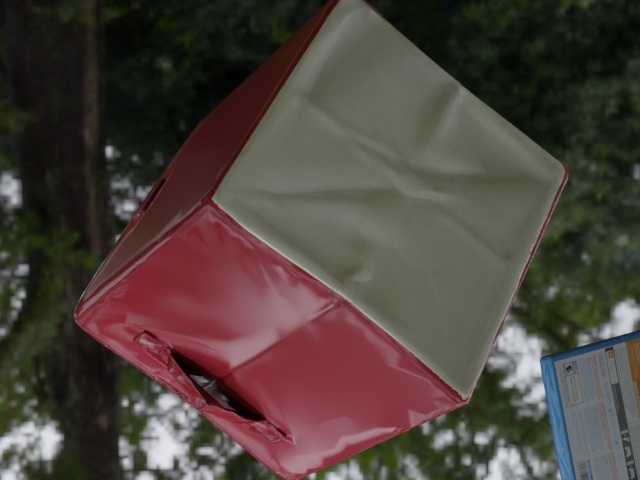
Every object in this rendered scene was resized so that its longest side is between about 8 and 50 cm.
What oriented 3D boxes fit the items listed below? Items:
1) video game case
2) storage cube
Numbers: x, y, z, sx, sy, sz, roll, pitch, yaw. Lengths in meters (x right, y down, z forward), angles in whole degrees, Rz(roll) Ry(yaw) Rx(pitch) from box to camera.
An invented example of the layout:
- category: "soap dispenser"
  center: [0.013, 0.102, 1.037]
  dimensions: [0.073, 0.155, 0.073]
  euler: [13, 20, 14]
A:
- category: "video game case"
  center: [0.237, 0.129, 1.065]
  dimensions: [0.166, 0.119, 0.015]
  euler: [-11, 180, -35]
- category: "storage cube"
  center: [0.000, 0.000, 0.861]
  dimensions: [0.193, 0.183, 0.215]
  euler: [-35, -160, 53]
